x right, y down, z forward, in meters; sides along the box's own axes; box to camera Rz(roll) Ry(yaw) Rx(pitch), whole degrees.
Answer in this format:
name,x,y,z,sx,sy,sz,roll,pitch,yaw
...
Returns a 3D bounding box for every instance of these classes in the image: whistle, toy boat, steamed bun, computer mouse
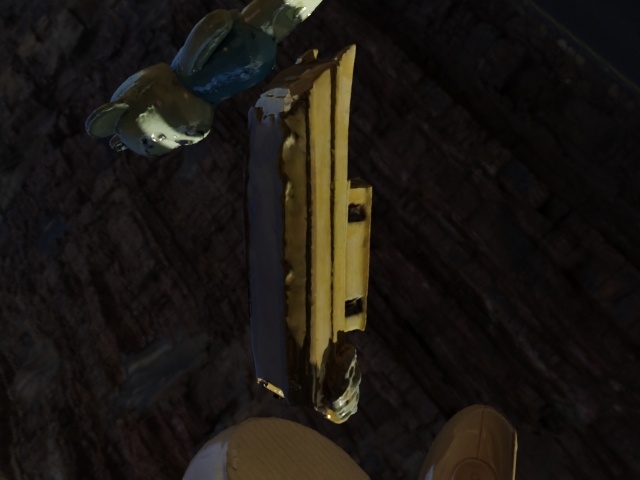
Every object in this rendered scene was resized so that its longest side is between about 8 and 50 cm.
name,x,y,z,sx,sy,sz,roll,pitch,yaw
whistle,-0.088,-0.145,0.545,0.077,0.235,0.114,58,-167,14
toy boat,0.000,0.000,0.760,0.162,0.446,0.135,-12,-163,-41
steamed bun,-0.061,0.459,0.957,0.374,0.241,0.374,36,-162,-14
computer mouse,0.112,0.246,0.528,0.081,0.145,0.237,10,-140,16
